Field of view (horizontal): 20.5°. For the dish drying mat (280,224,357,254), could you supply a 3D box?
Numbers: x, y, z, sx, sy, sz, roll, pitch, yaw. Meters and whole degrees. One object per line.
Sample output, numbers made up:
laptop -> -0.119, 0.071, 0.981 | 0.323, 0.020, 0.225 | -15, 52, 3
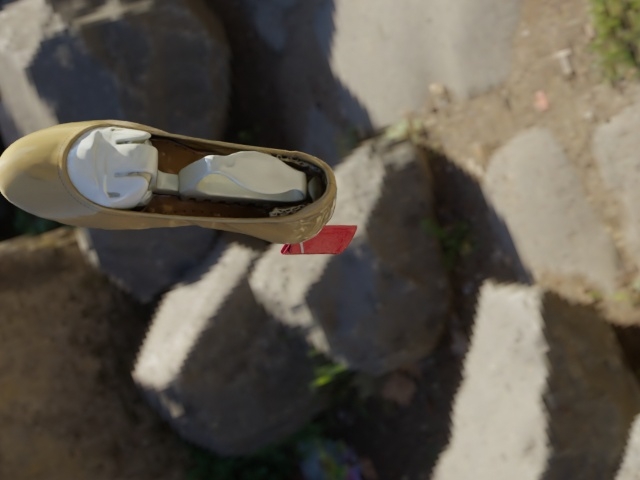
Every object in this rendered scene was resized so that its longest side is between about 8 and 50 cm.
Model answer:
dish drying mat -> 0.000, 0.000, 1.515 | 0.008, 0.083, 0.032 | 44, 115, 29

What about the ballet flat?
ballet flat -> -0.099, -0.047, 1.192 | 0.073, 0.232, 0.080 | 133, 139, -67
